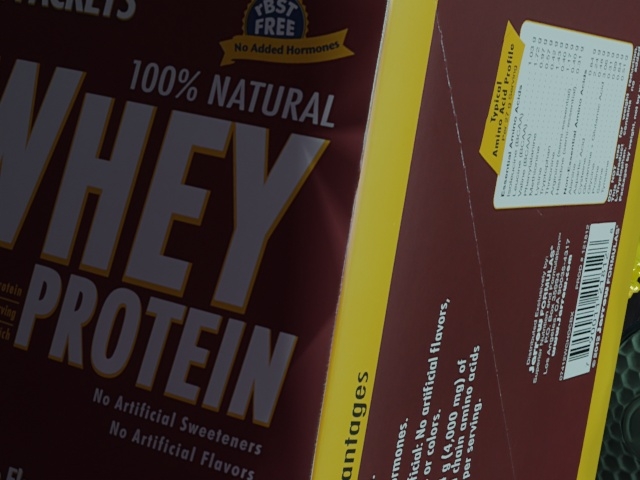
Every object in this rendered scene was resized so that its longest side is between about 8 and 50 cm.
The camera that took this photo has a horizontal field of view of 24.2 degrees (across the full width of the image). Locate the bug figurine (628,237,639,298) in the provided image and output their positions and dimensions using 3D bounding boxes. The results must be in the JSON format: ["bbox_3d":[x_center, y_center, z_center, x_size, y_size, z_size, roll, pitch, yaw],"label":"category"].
[{"bbox_3d":[0.146,-0.055,0.635,0.279,0.072,0.216,-32,154,-29],"label":"bug figurine"}]

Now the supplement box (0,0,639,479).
[{"bbox_3d":[0.000,0.000,0.440,0.194,0.129,0.191,-4,105,-59],"label":"supplement box"}]

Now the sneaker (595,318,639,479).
[{"bbox_3d":[0.221,0.120,0.885,0.163,0.086,0.226,-23,131,-42],"label":"sneaker"}]
